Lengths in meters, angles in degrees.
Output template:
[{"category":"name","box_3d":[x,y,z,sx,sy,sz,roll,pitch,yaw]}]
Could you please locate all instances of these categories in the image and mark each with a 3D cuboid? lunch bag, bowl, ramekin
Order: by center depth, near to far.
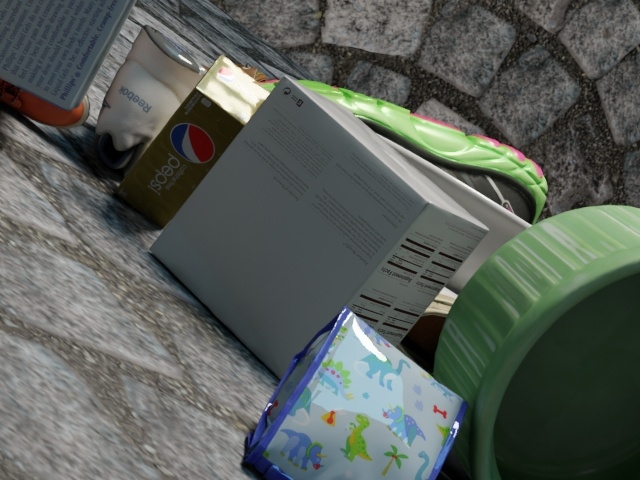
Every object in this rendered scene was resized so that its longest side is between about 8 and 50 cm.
[{"category":"lunch bag","box_3d":[0.022,0.149,1.352,0.129,0.096,0.151,37,38,-6]},{"category":"ramekin","box_3d":[0.239,0.118,1.481,0.303,0.303,0.148,33,9,-28]},{"category":"bowl","box_3d":[0.137,0.001,2.079,0.298,0.134,0.298,32,1,-1]}]

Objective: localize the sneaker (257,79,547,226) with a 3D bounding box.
[{"category":"sneaker","box_3d":[0.052,-0.073,2.272,0.483,0.202,0.185,17,-1,-13]}]

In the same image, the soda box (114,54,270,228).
[{"category":"soda box","box_3d":[-0.121,-0.090,1.710,0.061,0.181,0.058,38,46,-6]}]

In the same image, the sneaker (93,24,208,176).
[{"category":"sneaker","box_3d":[-0.181,-0.122,1.875,0.111,0.129,0.297,37,-9,9]}]

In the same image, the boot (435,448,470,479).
[{"category":"boot","box_3d":[0.161,0.122,1.649,0.094,0.207,0.246,39,10,9]}]

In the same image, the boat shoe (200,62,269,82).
[{"category":"boat shoe","box_3d":[-0.107,-0.186,2.459,0.307,0.104,0.111,40,10,15]}]

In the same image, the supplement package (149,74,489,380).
[{"category":"supplement package","box_3d":[0.000,0.000,1.646,0.194,0.203,0.149,43,10,26]}]

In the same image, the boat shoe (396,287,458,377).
[{"category":"boat shoe","box_3d":[0.153,0.123,1.967,0.302,0.113,0.103,31,23,-26]}]

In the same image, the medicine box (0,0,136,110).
[{"category":"medicine box","box_3d":[-0.314,-0.255,1.576,0.289,0.149,0.263,27,6,-15]}]

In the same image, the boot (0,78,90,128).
[{"category":"boot","box_3d":[-0.296,-0.151,1.740,0.158,0.059,0.084,29,13,-2]}]
